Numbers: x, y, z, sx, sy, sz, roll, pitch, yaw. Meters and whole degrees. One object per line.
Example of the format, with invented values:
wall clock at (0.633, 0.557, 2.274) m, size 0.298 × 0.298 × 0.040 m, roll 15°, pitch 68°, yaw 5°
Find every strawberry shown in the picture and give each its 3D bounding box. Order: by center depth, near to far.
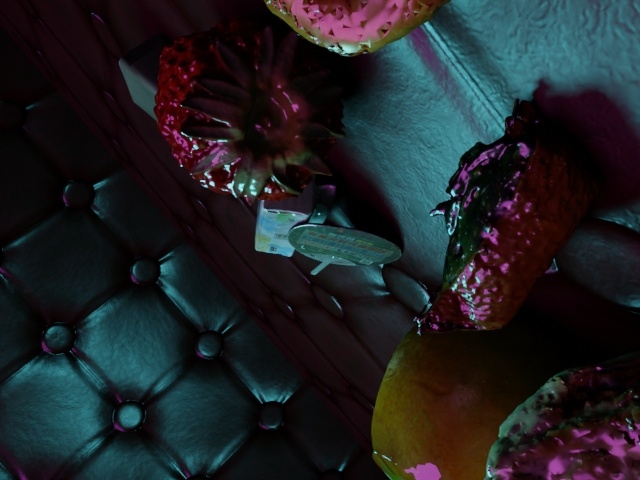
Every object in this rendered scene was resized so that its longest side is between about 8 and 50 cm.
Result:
strawberry at (-0.121, -0.209, 0.815) m, size 0.292 × 0.292 × 0.343 m, roll 59°, pitch 174°, yaw -26°

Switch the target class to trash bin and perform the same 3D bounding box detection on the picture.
trash bin at (-0.323, -0.324, 1.171) m, size 0.240 × 0.122 × 0.164 m, roll 42°, pitch 159°, yaw 10°

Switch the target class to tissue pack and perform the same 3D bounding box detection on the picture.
tissue pack at (-0.052, -0.078, 1.037) m, size 0.145 × 0.159 × 0.229 m, roll 8°, pitch 157°, yaw -9°

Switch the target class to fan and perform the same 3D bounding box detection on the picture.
fan at (0.056, 0.028, 1.037) m, size 0.223 × 0.012 × 0.294 m, roll 3°, pitch 158°, yaw 14°

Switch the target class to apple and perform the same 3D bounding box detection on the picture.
apple at (0.248, 0.309, 0.839) m, size 0.374 × 0.374 × 0.384 m, roll 50°, pitch 159°, yaw -4°

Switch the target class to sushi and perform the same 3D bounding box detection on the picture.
sushi at (0.207, -0.017, 0.607) m, size 0.140 × 0.149 × 0.287 m, roll 24°, pitch 118°, yaw -1°

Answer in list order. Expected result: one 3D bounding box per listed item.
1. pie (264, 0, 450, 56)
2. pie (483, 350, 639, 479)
pie at (0.024, -0.304, 0.437) m, size 0.273 × 0.069 × 0.273 m, roll 9°, pitch 122°, yaw 15°
pie at (0.377, 0.323, 0.553) m, size 0.395 × 0.418 × 0.180 m, roll 49°, pitch -157°, yaw -3°
